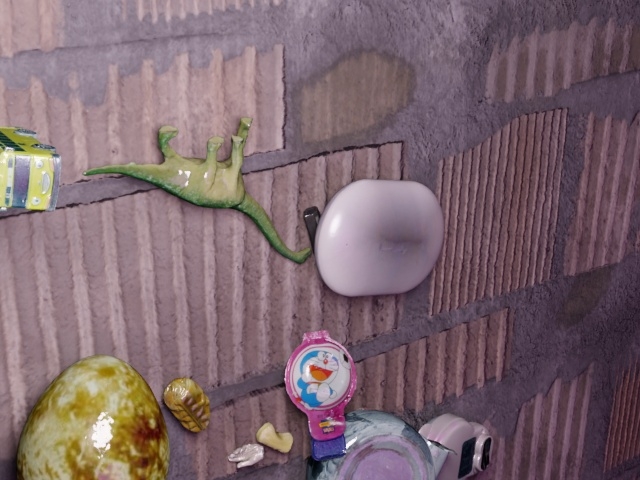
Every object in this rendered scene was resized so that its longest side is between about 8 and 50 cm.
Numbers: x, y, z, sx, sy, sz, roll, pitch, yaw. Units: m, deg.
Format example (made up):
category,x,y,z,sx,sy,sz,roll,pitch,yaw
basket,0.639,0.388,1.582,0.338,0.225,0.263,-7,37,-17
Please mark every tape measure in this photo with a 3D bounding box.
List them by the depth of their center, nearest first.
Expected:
category,x,y,z,sx,sy,sz,roll,pitch,yaw
tape measure,0.107,0.477,1.990,0.275,0.147,0.256,27,85,-18

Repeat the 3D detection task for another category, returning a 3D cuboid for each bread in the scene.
category,x,y,z,sx,sy,sz,roll,pitch,yaw
bread,-0.234,0.287,1.740,0.066,0.060,0.110,-24,126,8

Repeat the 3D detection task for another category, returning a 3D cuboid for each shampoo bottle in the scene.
category,x,y,z,sx,sy,sz,roll,pitch,yaw
shampoo bottle,0.000,0.000,1.816,0.048,0.027,0.137,-41,129,-28

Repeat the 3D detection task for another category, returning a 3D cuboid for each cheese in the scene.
category,x,y,z,sx,sy,sz,roll,pitch,yaw
cheese,0.006,0.295,1.879,0.155,0.062,0.244,-4,85,-25
cheese,-0.087,0.382,1.908,0.083,0.030,0.044,32,94,-35

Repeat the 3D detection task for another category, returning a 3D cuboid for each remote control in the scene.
category,x,y,z,sx,sy,sz,roll,pitch,yaw
remote control,0.116,-0.005,1.841,0.332,0.103,0.221,-1,101,-45

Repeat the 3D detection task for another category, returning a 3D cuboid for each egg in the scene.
category,x,y,z,sx,sy,sz,roll,pitch,yaw
egg,-0.355,0.326,1.549,0.238,0.238,0.290,12,82,-40

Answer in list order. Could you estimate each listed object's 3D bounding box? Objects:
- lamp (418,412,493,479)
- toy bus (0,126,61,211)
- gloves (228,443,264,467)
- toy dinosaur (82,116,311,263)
category,x,y,z,sx,sy,sz,roll,pitch,yaw
lamp,0.281,0.467,2.173,0.246,0.108,0.180,-2,107,-43
toy bus,-0.427,-0.101,1.353,0.101,0.175,0.088,2,107,-35
gloves,-0.136,0.412,1.876,0.080,0.037,0.044,5,70,-23
toy dinosaur,-0.189,-0.055,1.635,0.447,0.087,0.301,-9,132,-29
